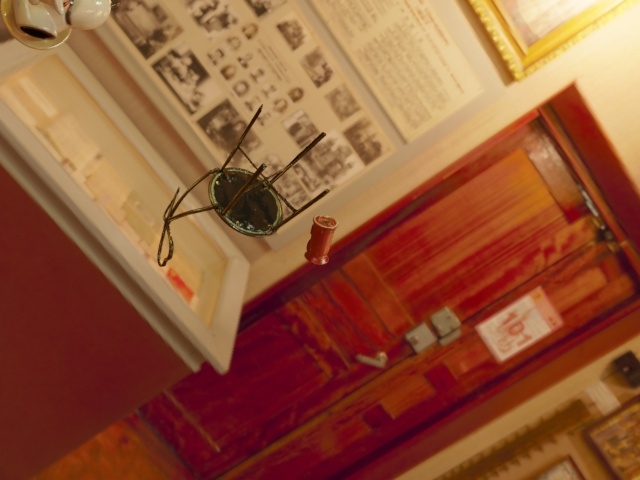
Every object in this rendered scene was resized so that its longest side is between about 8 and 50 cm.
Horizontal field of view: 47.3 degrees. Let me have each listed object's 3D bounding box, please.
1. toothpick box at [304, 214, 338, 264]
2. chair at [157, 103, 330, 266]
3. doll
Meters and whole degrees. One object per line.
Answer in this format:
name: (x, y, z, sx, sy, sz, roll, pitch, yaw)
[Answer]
toothpick box: (0.000, 0.000, 1.293, 0.047, 0.083, 0.047, 11, 30, -7)
chair: (-0.137, -0.072, 1.254, 0.170, 0.326, 0.159, 19, 48, -30)
doll: (-0.496, -0.441, 1.303, 0.271, 0.208, 0.143, -33, 111, -84)
